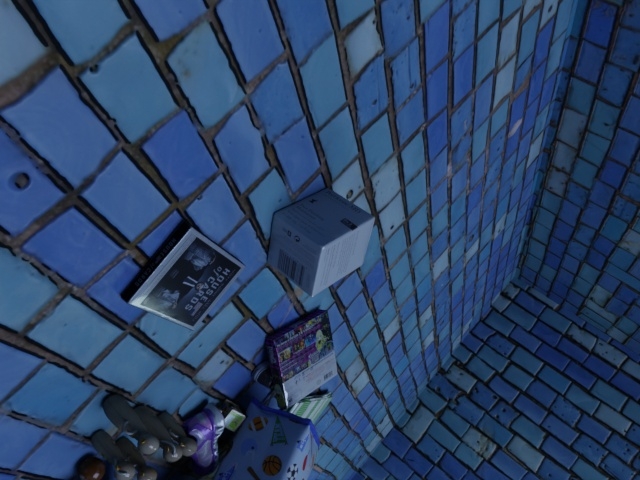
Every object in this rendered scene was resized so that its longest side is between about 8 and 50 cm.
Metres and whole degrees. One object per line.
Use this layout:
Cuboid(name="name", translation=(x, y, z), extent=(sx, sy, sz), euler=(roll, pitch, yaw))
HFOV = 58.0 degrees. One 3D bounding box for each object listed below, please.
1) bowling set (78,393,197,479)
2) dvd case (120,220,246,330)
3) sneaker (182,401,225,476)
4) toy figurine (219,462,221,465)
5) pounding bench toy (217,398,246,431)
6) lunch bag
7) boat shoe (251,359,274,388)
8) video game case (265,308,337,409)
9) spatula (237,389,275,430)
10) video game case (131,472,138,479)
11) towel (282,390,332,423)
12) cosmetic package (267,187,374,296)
Cuboid(name="bowling set", translation=(-0.393, 0.464, 1.226), extent=(0.200, 0.154, 0.287), euler=(-51, 153, -8))
Cuboid(name="dvd case", translation=(-0.258, 0.078, 1.134), extent=(0.179, 0.029, 0.238), euler=(-51, 153, -5))
Cuboid(name="sneaker", translation=(-0.321, 0.530, 1.501), extent=(0.104, 0.095, 0.236), euler=(-17, 131, -41))
Cuboid(name="toy figurine", translation=(-0.257, 0.776, 1.885), extent=(0.362, 0.191, 0.217), euler=(-32, 174, -33))
Cuboid(name="pounding bench toy", translation=(-0.256, 0.462, 1.555), extent=(0.083, 0.065, 0.052), euler=(42, 84, -32))
Cuboid(name="lunch bag", translation=(-0.153, 0.676, 1.649), extent=(0.328, 0.239, 0.385), euler=(-62, 157, -26))
Cuboid(name="boat shoe", translation=(-0.099, 0.374, 1.681), extent=(0.228, 0.076, 0.080), euler=(-5, 126, -56))
Cuboid(name="video game case", translation=(-0.048, 0.334, 1.649), extent=(0.232, 0.042, 0.210), euler=(-23, 109, -46))
Cuboid(name="spatula", translation=(-0.146, 0.482, 1.781), extent=(0.296, 0.030, 0.084), euler=(-51, 151, -5))
Cuboid(name="video game case", translation=(-0.510, 0.597, 1.261), extent=(0.193, 0.023, 0.212), euler=(-16, 156, -51))
Cuboid(name="towel", translation=(-0.088, 0.648, 2.066), extent=(0.248, 0.038, 0.325), euler=(-55, 155, 6))
Cuboid(name="cosmetic package", translation=(0.000, 0.000, 1.323), extent=(0.184, 0.151, 0.151), euler=(-31, 145, -40))
